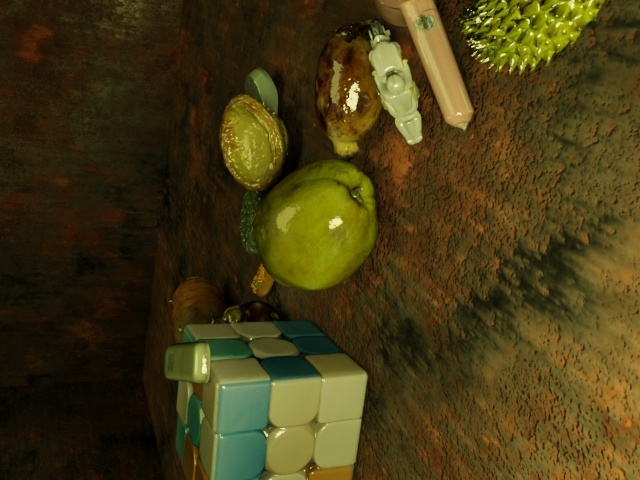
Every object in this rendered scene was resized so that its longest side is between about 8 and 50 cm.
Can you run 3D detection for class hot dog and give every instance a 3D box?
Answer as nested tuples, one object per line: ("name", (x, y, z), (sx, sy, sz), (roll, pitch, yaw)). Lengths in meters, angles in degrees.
("hot dog", (-0.169, 0.106, 1.896), (0.188, 0.055, 0.072), (115, 148, -42))

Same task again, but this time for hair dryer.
("hair dryer", (0.182, -0.348, 1.072), (0.210, 0.125, 0.352), (-15, -94, -81))

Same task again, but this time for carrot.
("carrot", (-0.423, 0.300, 2.245), (0.340, 0.224, 0.224), (-125, 43, -59))

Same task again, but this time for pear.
("pear", (-0.009, -0.031, 1.342), (0.321, 0.269, 0.269), (-42, 50, 41))

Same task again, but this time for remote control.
("remote control", (-0.295, 0.265, 1.363), (0.309, 0.038, 0.090), (157, 116, -62))

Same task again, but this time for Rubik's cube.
("Rubik's cube", (-0.131, 0.402, 1.450), (0.346, 0.347, 0.344), (-149, 63, -61))

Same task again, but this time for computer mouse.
("computer mouse", (-0.170, -0.416, 1.917), (0.128, 0.079, 0.231), (22, 125, 61))

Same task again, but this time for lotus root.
("lotus root", (0.060, -0.319, 1.322), (0.169, 0.141, 0.314), (-148, 61, -67))

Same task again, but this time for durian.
("durian", (0.316, -0.375, 0.850), (0.352, 0.158, 0.169), (-59, 3, 46))

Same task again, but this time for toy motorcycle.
("toy motorcycle", (0.136, -0.281, 1.122), (0.151, 0.074, 0.228), (-92, -19, -59))

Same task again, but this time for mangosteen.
("mangosteen", (-0.217, 0.264, 1.802), (0.192, 0.217, 0.192), (-34, 51, 58))

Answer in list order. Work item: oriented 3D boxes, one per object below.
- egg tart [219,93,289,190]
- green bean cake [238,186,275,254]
("egg tart", (-0.182, -0.289, 1.825), (0.294, 0.123, 0.294), (19, 117, 43))
("green bean cake", (-0.185, -0.065, 1.896), (0.173, 0.094, 0.181), (116, 147, -43))
